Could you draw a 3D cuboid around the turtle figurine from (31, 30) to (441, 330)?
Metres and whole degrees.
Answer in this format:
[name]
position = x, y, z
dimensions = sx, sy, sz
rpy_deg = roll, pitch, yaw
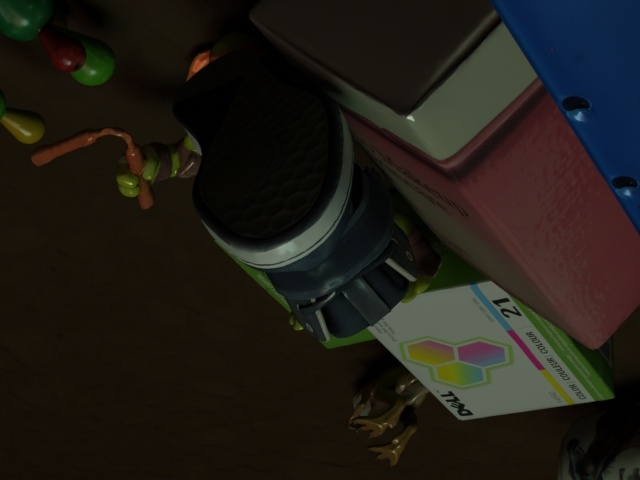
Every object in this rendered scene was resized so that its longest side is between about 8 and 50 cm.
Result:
[turtle figurine]
position = -0.028, -0.048, 0.847
dimensions = 0.270, 0.087, 0.217
rpy_deg = -22, 116, 14

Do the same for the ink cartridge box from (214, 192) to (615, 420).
[ink cartridge box]
position = 0.069, 0.057, 0.995
dimensions = 0.255, 0.097, 0.189
rpy_deg = -13, 142, 28

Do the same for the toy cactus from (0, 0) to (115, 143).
[toy cactus]
position = -0.229, -0.139, 0.763
dimensions = 0.219, 0.112, 0.180
rpy_deg = 17, 137, 0

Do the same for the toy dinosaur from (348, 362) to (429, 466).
[toy dinosaur]
position = 0.075, 0.122, 1.114
dimensions = 0.064, 0.112, 0.211
rpy_deg = 41, 142, -20

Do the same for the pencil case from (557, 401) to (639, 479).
[pencil case]
position = 0.390, 0.181, 1.049
dimensions = 0.410, 0.159, 0.183
rpy_deg = -19, -178, 36

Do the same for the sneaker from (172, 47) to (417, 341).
[sneaker]
position = 0.001, -0.001, 0.698
dimensions = 0.086, 0.226, 0.163
rpy_deg = -31, 115, 3

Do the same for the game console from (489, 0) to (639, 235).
[game console]
position = 0.248, -0.127, 0.611
dimensions = 0.173, 0.250, 0.293
rpy_deg = 18, 160, 42

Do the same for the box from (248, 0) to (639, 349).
[box]
position = 0.097, -0.071, 0.706
dimensions = 0.148, 0.127, 0.232
rpy_deg = 39, 176, 46
